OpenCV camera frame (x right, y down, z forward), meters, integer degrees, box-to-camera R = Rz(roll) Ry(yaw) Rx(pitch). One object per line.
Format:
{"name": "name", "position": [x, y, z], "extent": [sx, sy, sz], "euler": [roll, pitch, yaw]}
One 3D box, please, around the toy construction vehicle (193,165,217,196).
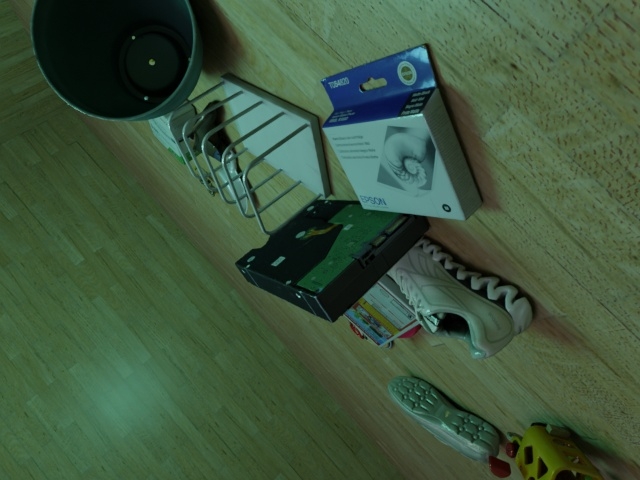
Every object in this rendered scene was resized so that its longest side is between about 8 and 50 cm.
{"name": "toy construction vehicle", "position": [-0.408, -0.213, 1.476], "extent": [0.098, 0.035, 0.086], "euler": [47, 170, 14]}

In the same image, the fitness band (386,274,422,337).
{"name": "fitness band", "position": [0.127, 0.142, 0.989], "extent": [0.209, 0.054, 0.291], "euler": [49, 157, -6]}

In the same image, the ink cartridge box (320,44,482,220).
{"name": "ink cartridge box", "position": [0.095, -0.136, 0.593], "extent": [0.223, 0.045, 0.223], "euler": [14, 139, 57]}

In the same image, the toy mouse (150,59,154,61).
{"name": "toy mouse", "position": [-0.414, -0.449, 1.082], "extent": [0.143, 0.031, 0.161], "euler": [53, 158, -9]}

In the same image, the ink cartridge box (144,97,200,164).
{"name": "ink cartridge box", "position": [-0.432, -0.346, 1.214], "extent": [0.153, 0.087, 0.208], "euler": [46, 159, 10]}

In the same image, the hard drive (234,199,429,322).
{"name": "hard drive", "position": [0.002, 0.016, 0.772], "extent": [0.339, 0.237, 0.064], "euler": [8, 135, 58]}

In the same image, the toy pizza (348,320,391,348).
{"name": "toy pizza", "position": [0.121, 0.244, 1.202], "extent": [0.201, 0.032, 0.201], "euler": [41, 157, 21]}

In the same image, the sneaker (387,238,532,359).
{"name": "sneaker", "position": [0.186, 0.083, 0.692], "extent": [0.292, 0.118, 0.110], "euler": [31, 154, 42]}

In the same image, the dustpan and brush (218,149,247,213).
{"name": "dustpan and brush", "position": [-0.252, -0.185, 1.196], "extent": [0.147, 0.060, 0.211], "euler": [54, 169, 24]}

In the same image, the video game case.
{"name": "video game case", "position": [0.103, 0.136, 0.924], "extent": [0.204, 0.025, 0.285], "euler": [42, 155, 9]}

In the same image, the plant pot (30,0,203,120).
{"name": "plant pot", "position": [-0.362, -0.374, 0.824], "extent": [0.293, 0.293, 0.196], "euler": [52, -174, -6]}

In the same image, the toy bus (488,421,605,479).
{"name": "toy bus", "position": [0.423, 0.394, 0.763], "extent": [0.202, 0.191, 0.104], "euler": [25, 105, 45]}

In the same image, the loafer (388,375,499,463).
{"name": "loafer", "position": [0.314, 0.474, 1.106], "extent": [0.320, 0.112, 0.111], "euler": [25, 140, 45]}

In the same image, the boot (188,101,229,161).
{"name": "boot", "position": [-0.274, -0.276, 1.079], "extent": [0.106, 0.082, 0.219], "euler": [32, 159, -18]}

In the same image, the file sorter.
{"name": "file sorter", "position": [-0.146, -0.172, 0.833], "extent": [0.278, 0.173, 0.192], "euler": [36, 155, 32]}
